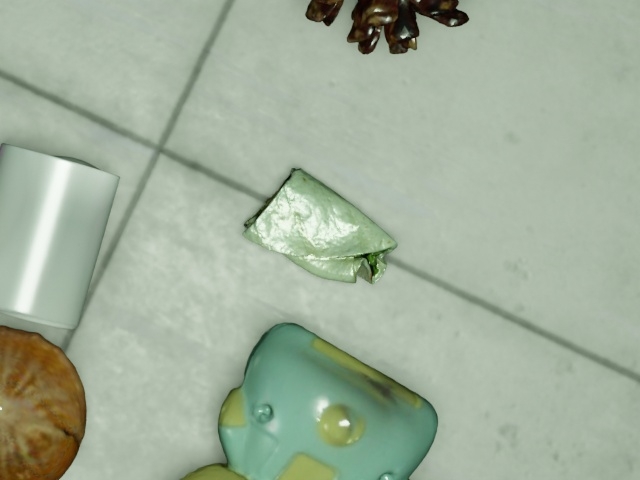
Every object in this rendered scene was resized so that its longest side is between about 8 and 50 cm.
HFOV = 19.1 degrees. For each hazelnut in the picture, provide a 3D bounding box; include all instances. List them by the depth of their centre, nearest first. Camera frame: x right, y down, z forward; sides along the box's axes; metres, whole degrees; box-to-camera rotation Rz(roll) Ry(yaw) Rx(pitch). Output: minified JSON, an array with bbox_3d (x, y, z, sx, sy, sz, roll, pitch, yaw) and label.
[{"bbox_3d":[-0.257,0.137,1.487,0.150,0.150,0.150,0,90,-6],"label":"hazelnut"}]

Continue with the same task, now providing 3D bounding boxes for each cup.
[{"bbox_3d":[-0.234,-0.007,1.525,0.099,0.136,0.133,15,89,-40],"label":"cup"}]

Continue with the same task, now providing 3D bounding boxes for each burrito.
[{"bbox_3d":[0.002,-0.003,1.563,0.118,0.044,0.074,34,84,-2],"label":"burrito"}]

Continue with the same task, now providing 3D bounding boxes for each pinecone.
[{"bbox_3d":[0.049,-0.241,1.500,0.208,0.208,0.207,0,90,-6],"label":"pinecone"}]

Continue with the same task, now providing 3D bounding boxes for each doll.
[{"bbox_3d":[-0.029,0.209,1.502,0.177,0.161,0.260,31,84,-7],"label":"doll"}]
